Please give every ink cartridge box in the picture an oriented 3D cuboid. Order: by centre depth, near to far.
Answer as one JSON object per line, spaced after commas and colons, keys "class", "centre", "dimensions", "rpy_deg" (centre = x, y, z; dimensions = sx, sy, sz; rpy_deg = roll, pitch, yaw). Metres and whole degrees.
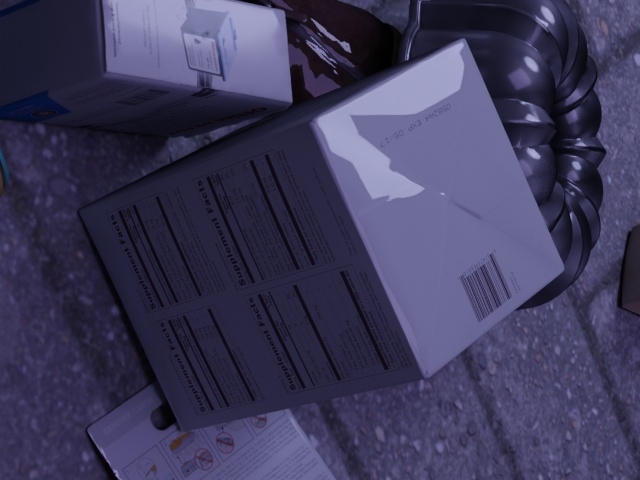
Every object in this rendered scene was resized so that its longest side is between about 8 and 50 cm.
{"class": "ink cartridge box", "centre": [-0.135, -0.133, 1.243], "dimensions": [0.190, 0.139, 0.082], "rpy_deg": [2, 80, -48]}
{"class": "ink cartridge box", "centre": [-0.073, 0.213, 1.329], "dimensions": [0.232, 0.066, 0.189], "rpy_deg": [54, 45, 2]}

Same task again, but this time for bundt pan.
{"class": "bundt pan", "centre": [0.179, -0.088, 1.517], "dimensions": [0.331, 0.124, 0.331], "rpy_deg": [-2, 90, -68]}

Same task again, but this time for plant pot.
{"class": "plant pot", "centre": [0.399, 0.026, 1.834], "dimensions": [0.109, 0.109, 0.096], "rpy_deg": [22, 54, -43]}

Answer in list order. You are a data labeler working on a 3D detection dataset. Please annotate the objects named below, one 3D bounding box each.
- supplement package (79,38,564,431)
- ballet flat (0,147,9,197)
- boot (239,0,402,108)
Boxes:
{"class": "supplement package", "centre": [0.000, 0.000, 1.262], "dimensions": [0.199, 0.262, 0.198], "rpy_deg": [-32, 100, -46]}
{"class": "ballet flat", "centre": [-0.279, -0.128, 1.135], "dimensions": [0.073, 0.080, 0.232], "rpy_deg": [-22, 98, -32]}
{"class": "boot", "centre": [-0.009, -0.103, 1.441], "dimensions": [0.207, 0.090, 0.248], "rpy_deg": [31, 61, -26]}
